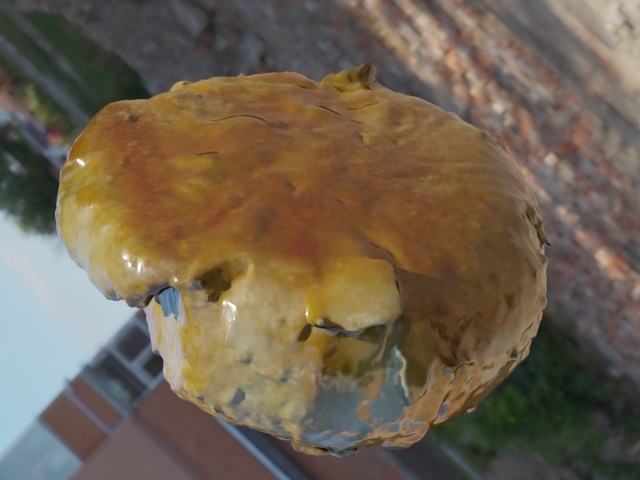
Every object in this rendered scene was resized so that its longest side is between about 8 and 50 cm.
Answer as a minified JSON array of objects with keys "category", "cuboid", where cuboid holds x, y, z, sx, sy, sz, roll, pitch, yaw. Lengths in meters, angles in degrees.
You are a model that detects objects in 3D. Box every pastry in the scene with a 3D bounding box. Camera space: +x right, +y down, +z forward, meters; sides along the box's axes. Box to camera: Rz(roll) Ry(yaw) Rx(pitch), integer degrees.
[{"category":"pastry","cuboid":[0.000,0.000,0.673,0.218,0.229,0.100,42,135,39]}]
